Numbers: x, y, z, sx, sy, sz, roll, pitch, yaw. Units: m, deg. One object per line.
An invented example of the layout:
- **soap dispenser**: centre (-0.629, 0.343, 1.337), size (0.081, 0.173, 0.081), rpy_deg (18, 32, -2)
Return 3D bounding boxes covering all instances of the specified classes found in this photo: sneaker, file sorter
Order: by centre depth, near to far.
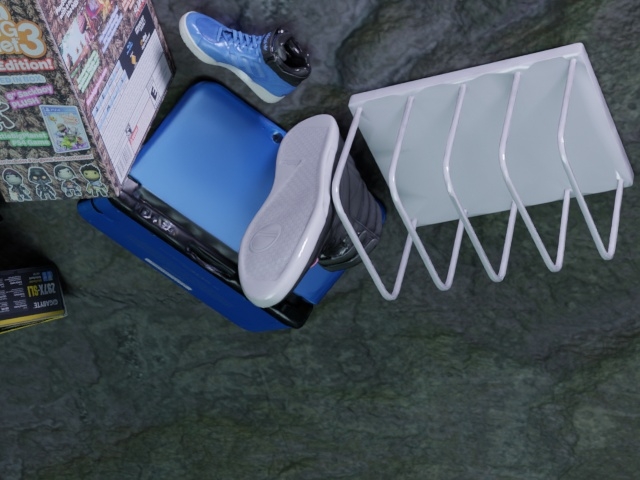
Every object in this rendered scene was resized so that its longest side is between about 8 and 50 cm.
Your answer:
- **file sorter**: centre (0.179, -0.064, 1.861), size (0.277, 0.173, 0.193), rpy_deg (-11, 128, 24)
- **sneaker**: centre (-0.077, -0.218, 1.869), size (0.152, 0.058, 0.084), rpy_deg (36, 137, -23)
- **sneaker**: centre (0.000, 0.000, 1.882), size (0.104, 0.296, 0.147), rpy_deg (-18, 124, 27)

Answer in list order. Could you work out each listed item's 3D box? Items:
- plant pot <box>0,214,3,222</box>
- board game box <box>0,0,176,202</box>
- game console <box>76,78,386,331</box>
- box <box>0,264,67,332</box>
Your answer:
- **plant pot**: centre (-0.542, -0.044, 2.081), size (0.187, 0.188, 0.167), rpy_deg (-15, 106, 28)
- **board game box**: centre (-0.289, -0.224, 1.806), size (0.141, 0.232, 0.291), rpy_deg (-3, 130, 18)
- **game console**: centre (-0.113, -0.035, 2.072), size (0.293, 0.173, 0.250), rpy_deg (36, 162, -17)
- **box**: centre (-0.521, 0.104, 2.135), size (0.257, 0.322, 0.079), rpy_deg (-13, 88, 27)
